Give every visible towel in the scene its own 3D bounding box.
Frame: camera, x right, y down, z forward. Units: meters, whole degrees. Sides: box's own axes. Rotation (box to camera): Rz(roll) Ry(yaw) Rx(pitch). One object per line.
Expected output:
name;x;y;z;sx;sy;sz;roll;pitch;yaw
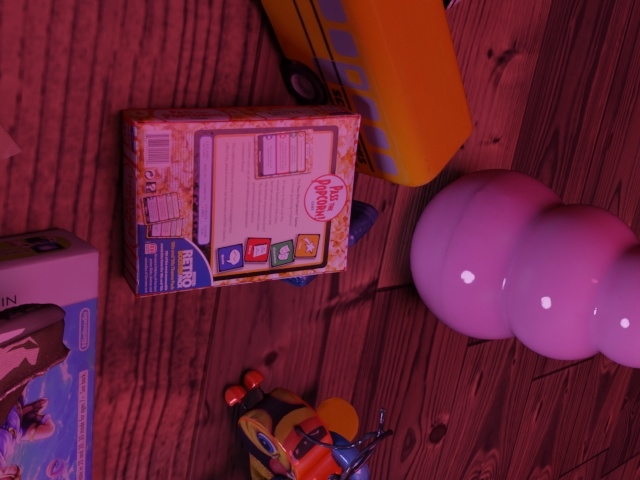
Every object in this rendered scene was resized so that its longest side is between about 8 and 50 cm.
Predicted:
towel;0.000;0.000;0.804;0.119;0.067;0.029;-40;132;-30

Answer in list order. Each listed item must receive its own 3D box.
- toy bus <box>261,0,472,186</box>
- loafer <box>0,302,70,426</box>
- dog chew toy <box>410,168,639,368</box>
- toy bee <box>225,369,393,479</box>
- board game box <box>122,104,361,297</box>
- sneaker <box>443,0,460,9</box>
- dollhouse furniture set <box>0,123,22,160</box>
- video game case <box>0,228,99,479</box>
toy bus;0.025;-0.206;0.688;0.108;0.130;0.332;-48;137;-23
loafer;-0.240;0.131;0.462;0.251;0.094;0.087;-40;104;-15
dog chew toy;0.267;0.041;0.918;0.207;0.332;0.206;-24;124;-41
toy bee;-0.026;0.211;0.835;0.195;0.162;0.298;-22;148;-51
board game box;-0.066;-0.037;0.682;0.194;0.045;0.146;-5;113;-26
sneaker;0.133;-0.282;0.852;0.037;0.032;0.083;-47;136;-24
dollhouse furniture set;-0.236;-0.037;0.485;0.091;0.114;0.081;-33;134;-38
video game case;-0.277;0.142;0.561;0.244;0.061;0.269;-12;116;-44
